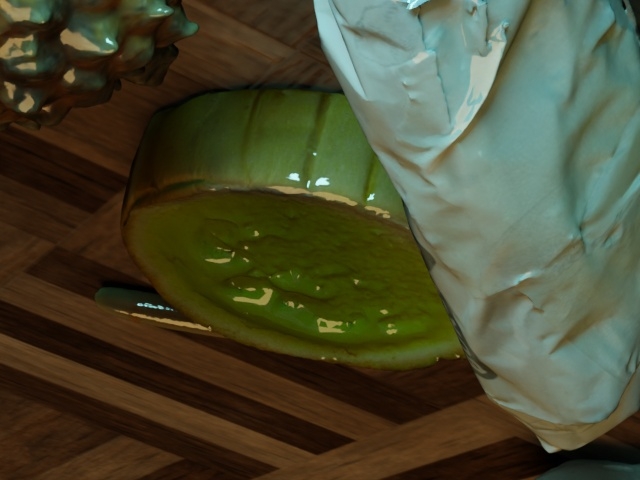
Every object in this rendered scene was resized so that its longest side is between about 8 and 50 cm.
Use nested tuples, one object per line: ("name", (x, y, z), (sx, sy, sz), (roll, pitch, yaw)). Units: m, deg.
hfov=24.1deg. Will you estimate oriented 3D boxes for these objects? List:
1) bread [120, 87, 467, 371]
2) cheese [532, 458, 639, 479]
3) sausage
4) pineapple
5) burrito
("bread", (0.000, 0.000, 0.870), (0.236, 0.070, 0.236), (10, 152, 5))
("cheese", (0.260, 0.259, 1.177), (0.189, 0.154, 0.198), (-7, 148, 23))
("sausage", (-0.096, 0.053, 1.066), (0.132, 0.024, 0.024), (9, 153, 5))
("pineapple", (-0.126, -0.114, 0.605), (0.166, 0.166, 0.193), (-10, 147, 38))
("burrito", (0.089, -0.048, 0.681), (0.101, 0.139, 0.445), (33, 164, 36))
